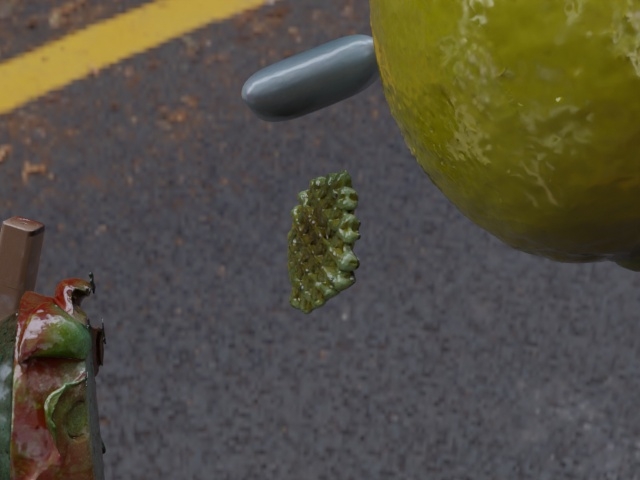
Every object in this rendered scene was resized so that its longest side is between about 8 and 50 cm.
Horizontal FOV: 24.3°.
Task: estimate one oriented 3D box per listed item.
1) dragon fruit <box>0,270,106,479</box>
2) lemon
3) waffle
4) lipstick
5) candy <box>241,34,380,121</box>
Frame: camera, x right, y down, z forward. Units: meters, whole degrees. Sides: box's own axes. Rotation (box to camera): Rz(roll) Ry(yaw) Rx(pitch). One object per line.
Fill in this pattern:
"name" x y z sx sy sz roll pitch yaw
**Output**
"dragon fruit" -0.270 0.180 1.468 0.130 0.295 0.268 -7 32 -7
"lemon" 0.215 -0.143 1.191 0.364 0.364 0.364 2 40 -1
"waffle" 0.000 0.000 1.864 0.036 0.183 0.169 8 69 -26
"lipstick" -0.371 0.047 1.803 0.045 0.145 0.045 15 17 9
"candy" -0.007 -0.194 1.798 0.174 0.071 0.138 -21 -2 2
